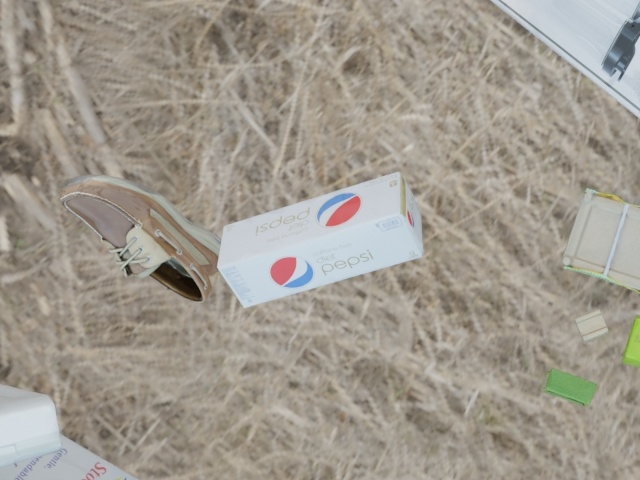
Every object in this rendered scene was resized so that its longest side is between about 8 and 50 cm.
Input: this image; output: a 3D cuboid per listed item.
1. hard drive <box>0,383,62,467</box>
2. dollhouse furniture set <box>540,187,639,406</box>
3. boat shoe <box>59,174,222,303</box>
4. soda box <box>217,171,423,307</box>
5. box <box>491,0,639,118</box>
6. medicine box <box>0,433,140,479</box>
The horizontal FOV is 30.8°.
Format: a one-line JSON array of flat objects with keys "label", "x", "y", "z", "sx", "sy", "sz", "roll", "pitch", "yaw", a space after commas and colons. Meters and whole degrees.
[{"label": "hard drive", "x": -0.338, "y": 0.144, "z": 0.728, "sx": 0.203, "sy": 0.308, "sz": 0.040, "roll": -9, "pitch": 92, "yaw": 64}, {"label": "dollhouse furniture set", "x": 0.206, "y": 0.045, "z": 0.844, "sx": 0.076, "sy": 0.058, "sz": 0.151, "roll": 18, "pitch": 85, "yaw": 11}, {"label": "boat shoe", "x": -0.283, "y": 0.001, "z": 1.885, "sx": 0.324, "sy": 0.116, "sz": 0.123, "roll": 31, "pitch": 143, "yaw": -34}, {"label": "soda box", "x": 0.000, "y": 0.000, "z": 1.264, "sx": 0.216, "sy": 0.074, "sz": 0.069, "roll": -16, "pitch": 129, "yaw": 17}, {"label": "box", "x": 0.295, "y": -0.240, "z": 1.106, "sx": 0.290, "sy": 0.087, "sz": 0.169, "roll": 51, "pitch": 126, "yaw": 43}, {"label": "medicine box", "x": -0.282, "y": 0.289, "z": 0.997, "sx": 0.289, "sy": 0.149, "sz": 0.263, "roll": 28, "pitch": 130, "yaw": 9}]
